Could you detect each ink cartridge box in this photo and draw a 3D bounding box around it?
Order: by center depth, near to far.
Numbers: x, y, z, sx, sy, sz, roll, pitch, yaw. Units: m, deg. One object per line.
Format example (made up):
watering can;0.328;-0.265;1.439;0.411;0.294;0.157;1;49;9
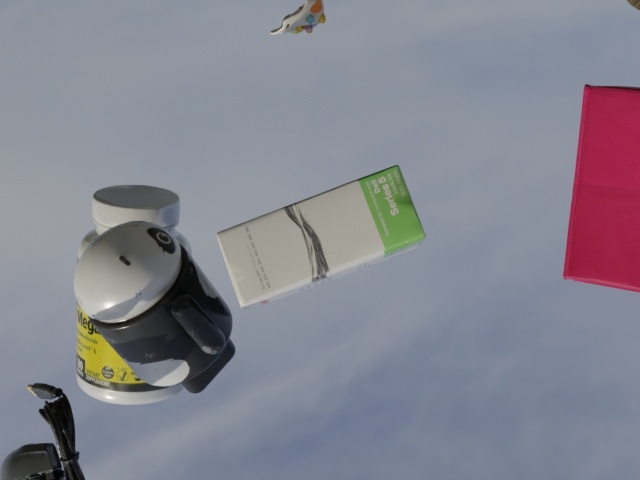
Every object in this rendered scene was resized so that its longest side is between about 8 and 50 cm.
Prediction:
ink cartridge box;0.000;0.000;1.830;0.273;0.115;0.198;-20;176;-1

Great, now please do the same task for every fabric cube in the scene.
fabric cube;0.486;-0.060;1.639;0.258;0.259;0.254;9;-171;30

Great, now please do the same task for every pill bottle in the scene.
pill bottle;-0.308;0.086;2.113;0.188;0.334;0.188;3;-163;-1

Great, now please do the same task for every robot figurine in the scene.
robot figurine;-0.233;0.096;1.846;0.209;0.278;0.173;-16;-140;22

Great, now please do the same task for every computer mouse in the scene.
computer mouse;-0.389;0.285;1.718;0.060;0.184;0.262;-11;180;-32

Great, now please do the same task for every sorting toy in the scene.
sorting toy;-0.040;-0.342;2.001;0.075;0.045;0.083;-27;180;-35

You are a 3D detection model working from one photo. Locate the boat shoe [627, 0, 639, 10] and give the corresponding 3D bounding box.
boat shoe;0.391;-0.263;1.388;0.064;0.178;0.060;-26;-127;39
